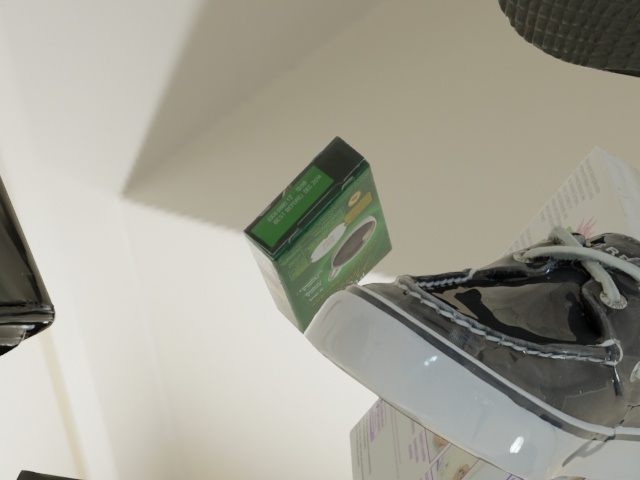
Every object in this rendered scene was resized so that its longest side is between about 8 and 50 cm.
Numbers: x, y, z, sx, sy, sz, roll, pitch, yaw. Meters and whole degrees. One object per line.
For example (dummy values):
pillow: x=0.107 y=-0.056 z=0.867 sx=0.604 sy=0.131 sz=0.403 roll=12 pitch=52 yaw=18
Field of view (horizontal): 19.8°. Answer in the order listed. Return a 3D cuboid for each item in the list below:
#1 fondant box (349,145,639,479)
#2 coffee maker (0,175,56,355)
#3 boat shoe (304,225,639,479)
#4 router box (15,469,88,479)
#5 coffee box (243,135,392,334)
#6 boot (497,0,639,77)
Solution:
fondant box: x=0.157 y=0.117 z=1.392 sx=0.096 sy=0.330 sz=0.238 roll=32 pitch=-159 yaw=-16
coffee maker: x=-0.161 y=-0.040 z=0.599 sx=0.120 sy=0.178 sz=0.171 roll=-13 pitch=168 yaw=-46
boat shoe: x=0.105 y=0.042 z=0.782 sx=0.108 sy=0.102 sz=0.301 roll=34 pitch=-171 yaw=37
router box: x=-0.161 y=0.318 z=1.257 sx=0.243 sy=0.081 sz=0.308 roll=4 pitch=-127 yaw=30
coffee box: x=0.000 y=0.000 z=1.491 sx=0.040 sy=0.184 sz=0.113 roll=41 pitch=-100 yaw=21
boot: x=0.232 y=-0.117 z=1.099 sx=0.161 sy=0.083 sz=0.246 roll=13 pitch=-167 yaw=-48
